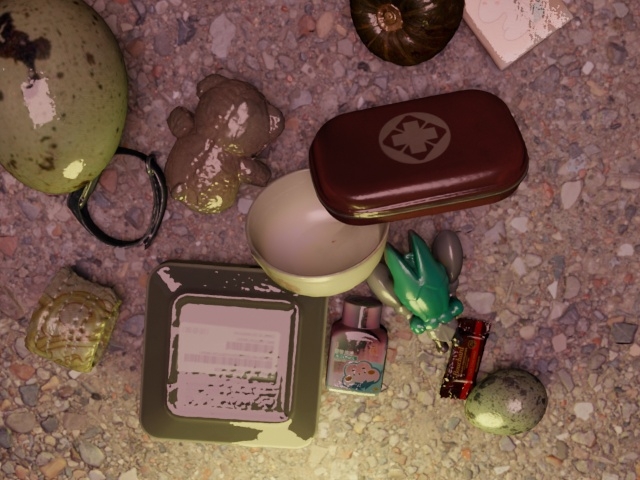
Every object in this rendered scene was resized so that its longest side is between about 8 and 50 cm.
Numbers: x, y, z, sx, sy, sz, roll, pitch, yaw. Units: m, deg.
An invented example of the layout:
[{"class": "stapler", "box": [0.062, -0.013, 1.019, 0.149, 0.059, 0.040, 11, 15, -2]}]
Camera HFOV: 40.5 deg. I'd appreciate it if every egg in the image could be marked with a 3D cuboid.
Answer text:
[{"class": "egg", "box": [0.376, 0.330, 1.765, 0.172, 0.132, 0.132, -20, 100, 20]}, {"class": "egg", "box": [-0.497, -0.275, 1.596, 0.287, 0.287, 0.380, -6, 95, 3]}]

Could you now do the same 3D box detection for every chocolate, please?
[{"class": "chocolate", "box": [0.299, 0.247, 1.804, 0.086, 0.028, 0.183, 7, 100, -9]}]

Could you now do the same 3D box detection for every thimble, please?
[{"class": "thimble", "box": [-0.499, 0.162, 1.765, 0.143, 0.137, 0.191, 22, 86, 0]}]

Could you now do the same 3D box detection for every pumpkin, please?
[{"class": "pumpkin", "box": [0.165, -0.432, 1.609, 0.218, 0.162, 0.219, 14, 125, 21]}]

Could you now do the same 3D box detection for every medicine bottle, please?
[{"class": "medicine bottle", "box": [0.077, 0.214, 1.771, 0.119, 0.094, 0.188, 7, 101, 2]}]

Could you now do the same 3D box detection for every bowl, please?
[{"class": "bowl", "box": [0.000, 0.000, 1.674, 0.276, 0.277, 0.145, -7, 142, 4]}]

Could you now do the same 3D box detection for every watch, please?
[{"class": "watch", "box": [-0.398, -0.090, 1.746, 0.192, 0.068, 0.206, 28, 104, -7]}]

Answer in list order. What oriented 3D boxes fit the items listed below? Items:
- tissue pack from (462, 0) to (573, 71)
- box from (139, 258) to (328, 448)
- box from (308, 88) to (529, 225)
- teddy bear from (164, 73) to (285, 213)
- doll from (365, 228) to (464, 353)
[{"class": "tissue pack", "box": [0.314, -0.497, 1.634, 0.170, 0.071, 0.325, -37, 96, 12]}, {"class": "box", "box": [-0.176, 0.234, 1.766, 0.366, 0.090, 0.373, 4, 96, -1]}, {"class": "box", "box": [0.180, -0.158, 1.620, 0.403, 0.263, 0.108, -11, 141, -1]}, {"class": "teddy bear", "box": [-0.196, -0.183, 1.675, 0.236, 0.151, 0.267, 30, 98, 4]}, {"class": "doll", "box": [0.189, 0.097, 1.728, 0.194, 0.153, 0.259, -3, 109, -11]}]
